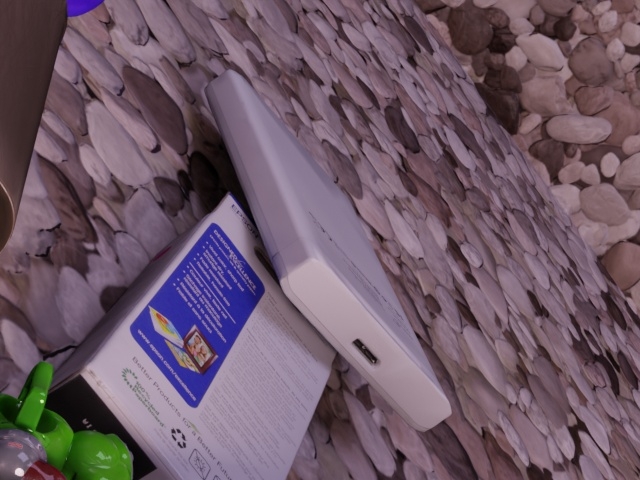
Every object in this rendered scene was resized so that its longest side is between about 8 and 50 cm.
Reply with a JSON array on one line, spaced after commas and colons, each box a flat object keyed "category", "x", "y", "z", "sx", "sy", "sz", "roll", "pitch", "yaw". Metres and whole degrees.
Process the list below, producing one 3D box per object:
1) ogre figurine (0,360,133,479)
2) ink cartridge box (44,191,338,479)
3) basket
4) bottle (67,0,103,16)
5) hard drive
[{"category": "ogre figurine", "x": -0.172, "y": 0.131, "z": 0.753, "sx": 0.197, "sy": 0.097, "sz": 0.118, "roll": 5, "pitch": 28, "yaw": -3}, {"category": "ink cartridge box", "x": -0.084, "y": 0.099, "z": 1.059, "sx": 0.176, "sy": 0.069, "sz": 0.371, "roll": 53, "pitch": 23, "yaw": -10}, {"category": "basket", "x": -0.255, "y": -0.098, "z": 0.863, "sx": 0.204, "sy": 0.154, "sz": 0.227, "roll": 38, "pitch": 31, "yaw": -38}, {"category": "bottle", "x": -0.279, "y": -0.340, "z": 1.242, "sx": 0.283, "sy": 0.092, "sz": 0.118, "roll": 62, "pitch": 20, "yaw": 15}, {"category": "hard drive", "x": 0.000, "y": 0.000, "z": 1.305, "sx": 0.233, "sy": 0.047, "sz": 0.353, "roll": 48, "pitch": 11, "yaw": -35}]
